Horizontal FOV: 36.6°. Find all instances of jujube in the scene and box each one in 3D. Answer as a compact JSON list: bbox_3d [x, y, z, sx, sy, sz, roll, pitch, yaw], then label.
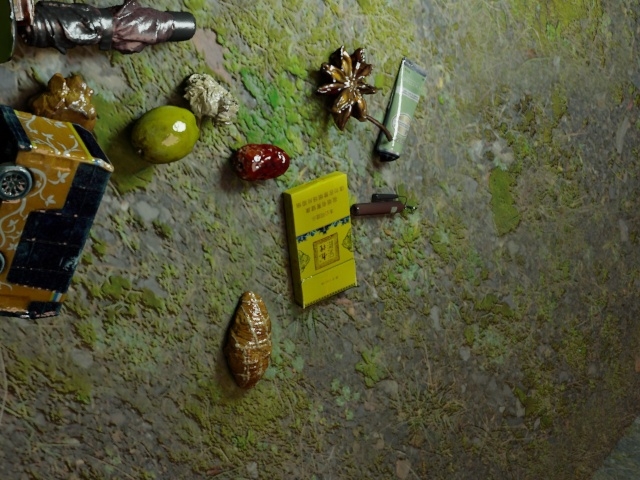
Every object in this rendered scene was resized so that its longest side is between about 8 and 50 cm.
[{"bbox_3d":[-0.117,-0.159,1.948,0.129,0.077,0.077,-8,112,-42],"label":"jujube"}]

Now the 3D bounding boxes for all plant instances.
[{"bbox_3d":[-0.219,-0.251,1.840,0.117,0.104,0.122,32,112,-15],"label":"plant"}]

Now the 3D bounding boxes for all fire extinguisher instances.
[{"bbox_3d":[0.143,-0.083,2.218,0.173,0.035,0.049,-5,72,-38],"label":"fire extinguisher"}]

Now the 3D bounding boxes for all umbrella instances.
[{"bbox_3d":[-0.358,-0.364,1.661,0.326,0.090,0.094,-7,89,-37],"label":"umbrella"}]

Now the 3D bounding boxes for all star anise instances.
[{"bbox_3d":[0.064,-0.293,2.033,0.177,0.073,0.233,-29,107,-37],"label":"star anise"}]

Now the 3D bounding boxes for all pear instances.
[{"bbox_3d":[-0.286,-0.193,1.780,0.131,0.107,0.107,-32,124,-19],"label":"pear"}]

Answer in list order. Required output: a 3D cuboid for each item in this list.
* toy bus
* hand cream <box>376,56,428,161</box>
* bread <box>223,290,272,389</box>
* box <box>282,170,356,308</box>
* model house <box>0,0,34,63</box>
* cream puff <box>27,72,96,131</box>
[{"bbox_3d":[-0.484,-0.037,1.594,0.194,0.162,0.323,8,116,-37],"label":"toy bus"},{"bbox_3d":[0.179,-0.284,2.156,0.086,0.055,0.235,22,86,-45],"label":"hand cream"},{"bbox_3d":[-0.149,0.223,2.071,0.105,0.076,0.233,-10,112,-38],"label":"bread"},{"bbox_3d":[0.000,-0.001,2.127,0.153,0.041,0.278,-23,120,-32],"label":"box"},{"bbox_3d":[-0.544,-0.419,1.480,0.154,0.207,0.293,-57,145,-75],"label":"model house"},{"bbox_3d":[-0.440,-0.227,1.651,0.116,0.094,0.122,-4,141,-36],"label":"cream puff"}]
